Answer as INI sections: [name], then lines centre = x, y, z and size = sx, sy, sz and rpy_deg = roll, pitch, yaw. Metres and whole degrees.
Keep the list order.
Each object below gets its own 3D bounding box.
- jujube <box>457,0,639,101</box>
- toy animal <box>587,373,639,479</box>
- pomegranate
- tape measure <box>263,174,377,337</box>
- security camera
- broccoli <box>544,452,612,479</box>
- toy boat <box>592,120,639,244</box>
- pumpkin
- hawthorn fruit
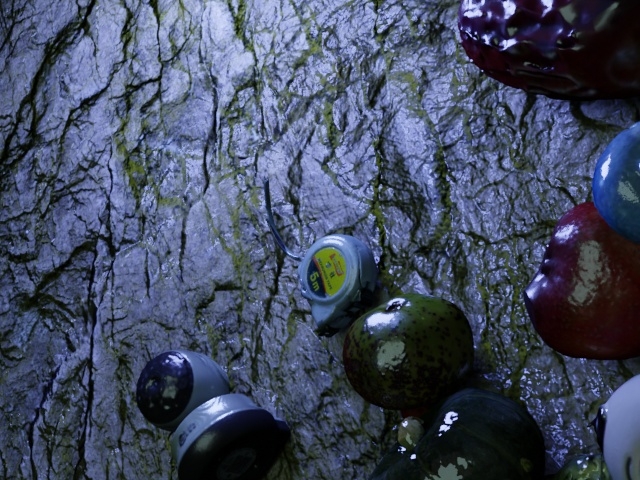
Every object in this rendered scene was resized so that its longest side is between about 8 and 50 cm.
[jujube]
centre = 0.395, -0.343, 1.661
size = 0.376, 0.258, 0.258
rpy_deg = 7, 80, 51
[toy animal]
centre = 0.513, 0.233, 1.381
size = 0.310, 0.251, 0.251
rpy_deg = -35, 57, 15
[pomegranate]
centre = 0.147, 0.211, 1.708
size = 0.214, 0.214, 0.248
rpy_deg = 0, 109, 37
[tape measure]
centre = 0.000, 0.001, 1.939
size = 0.164, 0.084, 0.330
rpy_deg = -35, 59, 21
[security camera]
centre = -0.217, 0.312, 1.938
size = 0.197, 0.191, 0.277
rpy_deg = -53, 51, 13
[broccoli]
centre = 0.364, 0.436, 1.422
size = 0.248, 0.245, 0.288
rpy_deg = -24, 71, 0
[toy boat]
centre = 0.530, -0.095, 1.444
size = 0.329, 0.123, 0.215
rpy_deg = -5, 65, -11
[pumpkin]
centre = 0.189, 0.341, 1.545
size = 0.300, 0.300, 0.207
rpy_deg = -44, 87, 18
[hawthorn fruit]
centre = 0.430, 0.073, 1.521
size = 0.266, 0.210, 0.230
rpy_deg = 22, 84, 26
